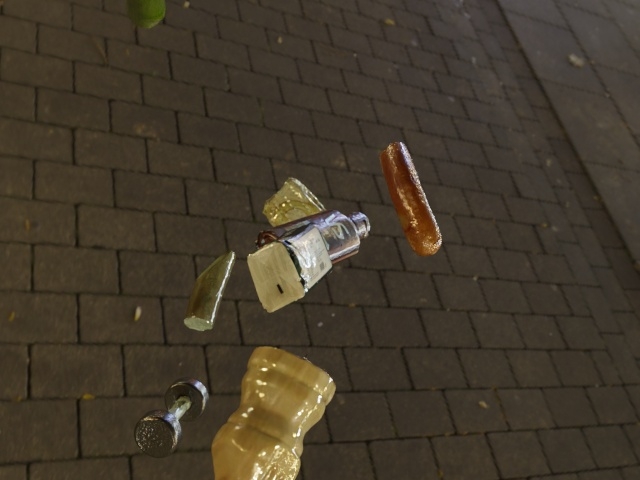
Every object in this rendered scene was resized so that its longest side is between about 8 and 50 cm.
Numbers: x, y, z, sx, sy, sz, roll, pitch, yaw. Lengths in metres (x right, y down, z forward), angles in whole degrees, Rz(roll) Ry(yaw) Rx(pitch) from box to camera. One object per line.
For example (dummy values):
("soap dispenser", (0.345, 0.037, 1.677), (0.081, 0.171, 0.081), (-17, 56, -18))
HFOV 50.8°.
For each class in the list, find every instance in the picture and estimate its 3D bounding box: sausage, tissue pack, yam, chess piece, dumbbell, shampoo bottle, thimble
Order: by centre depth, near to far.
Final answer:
("chess piece", (-0.091, 0.306, 0.934), (0.137, 0.137, 0.301), (28, 61, -9))
("tissue pack", (-0.048, 0.040, 1.113), (0.103, 0.090, 0.170), (69, 18, -5))
("shampoo bottle", (0.000, 0.000, 1.462), (0.129, 0.084, 0.323), (51, 34, 14))
("dumbbell", (-0.321, 0.382, 1.468), (0.100, 0.100, 0.191), (38, 19, 1))
("sausage", (0.201, -0.104, 1.543), (0.103, 0.076, 0.302), (41, 29, -54))
("thimble", (-0.074, -0.084, 2.042), (0.190, 0.143, 0.137), (46, 10, -17))
("yam", (-0.345, 0.148, 2.108), (0.106, 0.106, 0.259), (21, 65, -15))

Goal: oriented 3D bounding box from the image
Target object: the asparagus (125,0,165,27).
("asparagus", (-0.243, -0.350, 0.931), (0.060, 0.277, 0.067), (-31, 96, -13))
